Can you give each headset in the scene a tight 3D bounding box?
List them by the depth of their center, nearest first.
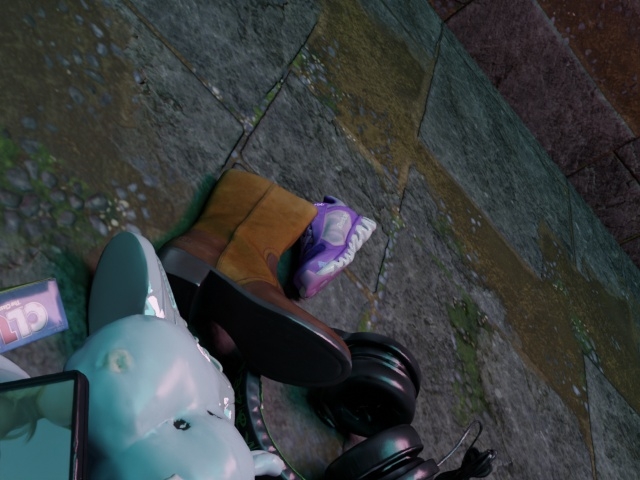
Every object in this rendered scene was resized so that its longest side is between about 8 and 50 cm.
[{"bbox_3d":[0.057,0.253,0.934,0.394,0.185,0.243,19,43,-25],"label":"headset"}]

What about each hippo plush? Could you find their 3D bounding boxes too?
[{"bbox_3d":[-0.176,0.183,0.535,0.234,0.236,0.294,2,61,-54],"label":"hippo plush"}]

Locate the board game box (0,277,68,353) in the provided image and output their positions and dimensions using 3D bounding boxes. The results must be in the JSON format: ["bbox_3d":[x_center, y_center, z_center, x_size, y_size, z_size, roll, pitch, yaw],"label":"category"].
[{"bbox_3d":[-0.319,0.082,0.489,0.243,0.165,0.042,-20,98,-56],"label":"board game box"}]

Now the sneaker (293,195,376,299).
[{"bbox_3d":[0.000,0.000,1.085,0.104,0.095,0.236,47,28,-4],"label":"sneaker"}]

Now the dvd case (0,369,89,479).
[{"bbox_3d":[-0.265,0.183,0.440,0.022,0.253,0.180,78,3,-58],"label":"dvd case"}]

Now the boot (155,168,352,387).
[{"bbox_3d":[-0.056,0.036,0.924,0.264,0.096,0.280,21,32,5],"label":"boot"}]

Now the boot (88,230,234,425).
[{"bbox_3d":[-0.160,0.122,0.767,0.123,0.095,0.258,18,57,-54],"label":"boot"}]
